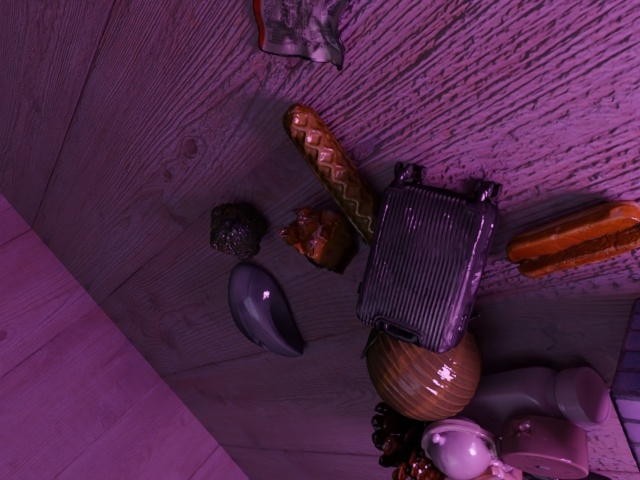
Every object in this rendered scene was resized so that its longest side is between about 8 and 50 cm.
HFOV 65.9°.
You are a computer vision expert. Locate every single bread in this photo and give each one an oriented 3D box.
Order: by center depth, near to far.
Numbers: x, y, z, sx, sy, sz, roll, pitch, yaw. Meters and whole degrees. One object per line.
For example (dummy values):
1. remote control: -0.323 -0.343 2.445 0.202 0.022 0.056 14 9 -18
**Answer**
1. bread: 0.048 -0.118 0.997 0.077 0.084 0.367 -34 99 29

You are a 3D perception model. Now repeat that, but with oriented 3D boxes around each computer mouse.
1. computer mouse: -0.178 0.239 1.494 0.188 0.122 0.371 3 128 42

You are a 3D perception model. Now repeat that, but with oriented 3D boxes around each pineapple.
1. pineapple: 0.000 0.000 1.105 0.186 0.114 0.236 39 174 -14

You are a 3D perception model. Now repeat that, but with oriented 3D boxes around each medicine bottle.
1. medicine bottle: 0.429 0.337 1.025 0.161 0.111 0.296 37 145 -12

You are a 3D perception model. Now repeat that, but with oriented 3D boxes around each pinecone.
1. pinecone: 0.244 0.476 1.222 0.264 0.264 0.264 24 137 25

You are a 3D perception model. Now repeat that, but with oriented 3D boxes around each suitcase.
1. suitcase: 0.192 0.031 0.879 0.202 0.128 0.312 18 103 29

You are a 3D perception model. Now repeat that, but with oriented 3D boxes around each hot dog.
1. hot dog: 0.400 0.001 0.795 0.236 0.062 0.092 -23 107 47

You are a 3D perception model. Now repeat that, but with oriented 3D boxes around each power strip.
1. power strip: 0.422 0.393 0.938 0.154 0.078 0.154 12 148 8

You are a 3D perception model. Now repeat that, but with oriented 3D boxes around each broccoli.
1. broccoli: -0.220 -0.030 1.287 0.162 0.145 0.138 26 174 -2

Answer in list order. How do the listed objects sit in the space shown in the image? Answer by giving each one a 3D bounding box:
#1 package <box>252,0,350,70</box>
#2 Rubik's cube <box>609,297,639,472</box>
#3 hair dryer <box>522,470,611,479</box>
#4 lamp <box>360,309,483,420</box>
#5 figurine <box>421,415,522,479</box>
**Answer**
1. package: -0.035 -0.396 0.866 0.232 0.040 0.166 27 135 34
2. Rubik's cube: 0.583 0.229 0.691 0.237 0.237 0.238 -12 115 46
3. hair dryer: 0.570 0.583 1.170 0.196 0.075 0.219 5 137 28
4. lamp: 0.227 0.230 1.021 0.250 0.250 0.284 41 114 6
5. figurine: 0.314 0.441 1.033 0.237 0.141 0.162 36 128 -14
